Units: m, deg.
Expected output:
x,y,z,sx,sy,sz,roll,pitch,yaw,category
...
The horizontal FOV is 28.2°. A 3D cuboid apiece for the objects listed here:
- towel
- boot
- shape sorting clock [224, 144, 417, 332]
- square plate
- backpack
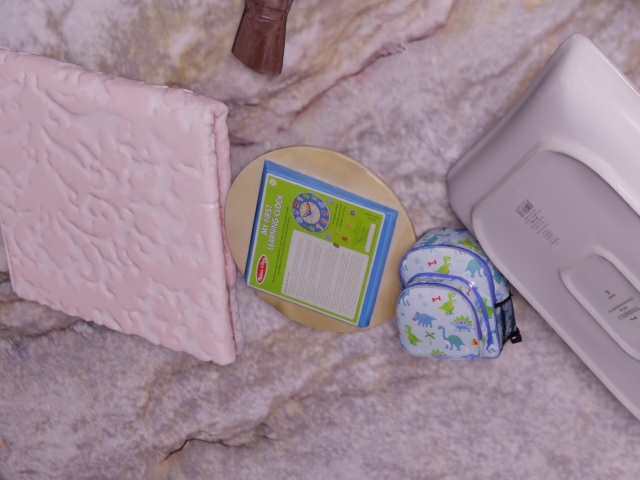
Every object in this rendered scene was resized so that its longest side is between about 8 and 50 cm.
x,y,z,sx,sy,sz,roll,pitch,yaw,category
-0.228,-0.040,1.384,0.332,0.053,0.316,16,125,29,towel
-0.073,-0.215,1.181,0.106,0.037,0.114,32,135,19,boot
0.000,0.000,1.249,0.206,0.040,0.206,11,124,16,shape sorting clock
0.243,0.038,0.980,0.344,0.049,0.347,47,164,4,square plate
0.121,0.051,1.165,0.105,0.084,0.114,3,113,29,backpack
